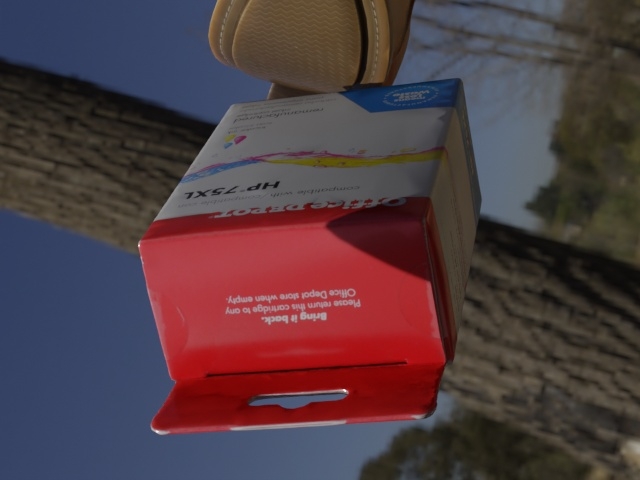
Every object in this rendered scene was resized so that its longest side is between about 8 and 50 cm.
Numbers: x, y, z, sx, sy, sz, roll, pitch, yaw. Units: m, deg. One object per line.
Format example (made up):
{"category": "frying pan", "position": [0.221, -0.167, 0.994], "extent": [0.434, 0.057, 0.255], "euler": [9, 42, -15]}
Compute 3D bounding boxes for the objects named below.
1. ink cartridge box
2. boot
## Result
{"category": "ink cartridge box", "position": [0.000, 0.000, 0.702], "extent": [0.231, 0.134, 0.078], "euler": [-69, -30, -63]}
{"category": "boot", "position": [0.024, -0.176, 0.896], "extent": [0.283, 0.109, 0.220], "euler": [78, -150, -65]}
